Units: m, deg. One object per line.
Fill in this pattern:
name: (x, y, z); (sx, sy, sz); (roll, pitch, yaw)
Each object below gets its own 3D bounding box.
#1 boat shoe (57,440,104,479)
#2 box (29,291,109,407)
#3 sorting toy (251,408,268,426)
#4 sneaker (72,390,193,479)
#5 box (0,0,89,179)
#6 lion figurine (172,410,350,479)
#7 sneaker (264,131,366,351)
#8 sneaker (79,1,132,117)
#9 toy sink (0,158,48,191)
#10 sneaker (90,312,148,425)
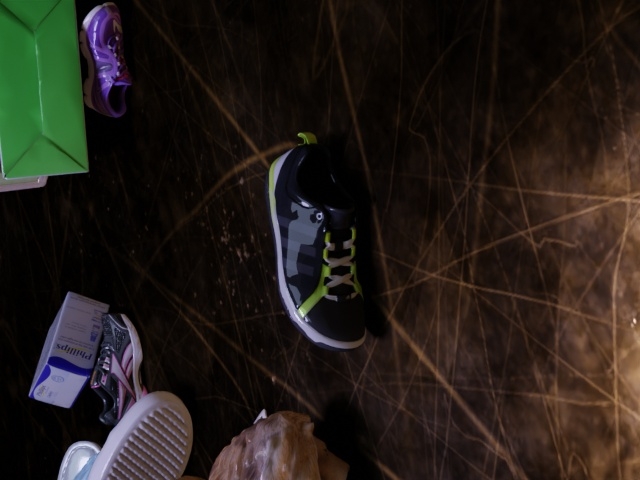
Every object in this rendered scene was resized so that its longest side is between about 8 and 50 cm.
boat shoe: (-0.349, 0.460, 1.897); (0.114, 0.091, 0.303); (3, 99, 25)
box: (-0.395, 0.174, 1.862); (0.126, 0.072, 0.137); (128, 157, -50)
sorting toy: (-0.073, 0.254, 1.473); (0.083, 0.044, 0.075); (42, 112, 44)
sneaker: (-0.306, 0.345, 1.731); (0.150, 0.135, 0.366); (50, 121, 44)
box: (-0.416, -0.237, 1.727); (0.231, 0.126, 0.262); (-140, 47, -73)
lion figurine: (-0.125, 0.336, 1.402); (0.392, 0.142, 0.240); (-18, 70, 48)
sneaker: (0.000, 0.000, 1.240); (0.097, 0.084, 0.235); (-38, 67, 53)
sneaker: (-0.291, -0.252, 1.664); (0.071, 0.068, 0.170); (29, 132, 33)
toy sink: (-0.516, -0.194, 1.931); (0.131, 0.152, 0.234); (61, 142, 27)
sneaker: (-0.311, 0.195, 1.785); (0.072, 0.077, 0.178); (-25, 77, 56)
